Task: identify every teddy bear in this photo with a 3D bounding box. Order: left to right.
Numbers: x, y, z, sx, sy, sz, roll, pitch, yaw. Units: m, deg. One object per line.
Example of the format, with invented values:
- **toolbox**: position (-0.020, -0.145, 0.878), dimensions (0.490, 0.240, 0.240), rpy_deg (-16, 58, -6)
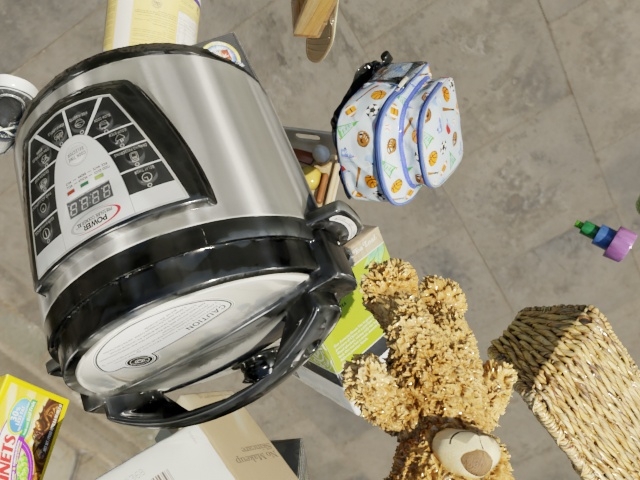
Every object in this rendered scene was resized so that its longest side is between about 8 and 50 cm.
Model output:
- **teddy bear**: position (0.139, 0.161, 0.671), dimensions (0.245, 0.338, 0.113), rpy_deg (38, 128, -17)

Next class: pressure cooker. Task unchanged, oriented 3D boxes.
- **pressure cooker**: position (-0.166, 0.013, 0.729), dimensions (0.375, 0.421, 0.370), rpy_deg (-8, 153, -30)

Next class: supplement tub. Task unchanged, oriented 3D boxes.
- **supplement tub**: position (-0.450, -0.514, 1.508), dimensions (0.240, 0.241, 0.332), rpy_deg (6, 86, -10)

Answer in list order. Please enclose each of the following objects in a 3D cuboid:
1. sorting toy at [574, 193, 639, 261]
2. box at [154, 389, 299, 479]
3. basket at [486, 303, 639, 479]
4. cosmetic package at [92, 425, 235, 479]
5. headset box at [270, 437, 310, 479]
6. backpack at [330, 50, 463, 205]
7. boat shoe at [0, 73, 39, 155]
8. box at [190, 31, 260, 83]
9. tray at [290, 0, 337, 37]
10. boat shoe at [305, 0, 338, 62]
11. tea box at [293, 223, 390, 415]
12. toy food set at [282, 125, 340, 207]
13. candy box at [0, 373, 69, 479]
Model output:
- **sorting toy**: position (0.580, -0.145, 1.032), dimensions (0.126, 0.127, 0.366), rpy_deg (31, 109, 22)
- **box**: position (-0.160, 0.433, 1.057), dimensions (0.148, 0.311, 0.121), rpy_deg (12, 113, -52)
- **basket**: position (0.410, 0.287, 0.977), dimensions (0.223, 0.213, 0.299), rpy_deg (-44, 103, -25)
- **cosmetic package**: position (-0.240, 0.442, 0.788), dimensions (0.217, 0.156, 0.385), rpy_deg (-25, 148, -34)
- **headset box**: position (-0.145, 0.593, 1.293), dimensions (0.246, 0.131, 0.283), rpy_deg (-5, 114, 4)
- **backpack**: position (0.150, -0.195, 1.113), dimensions (0.263, 0.213, 0.277), rpy_deg (-43, 126, -32)
- **boat shoe**: position (-0.730, -0.279, 1.317), dimensions (0.108, 0.102, 0.301), rpy_deg (14, 158, -35)
- **box**: position (-0.242, -0.255, 1.091), dimensions (0.270, 0.060, 0.216), rpy_deg (-25, 88, -19)
- **tray**: position (-0.022, -0.710, 1.313), dimensions (0.076, 0.203, 0.411), rpy_deg (-2, 81, -16)
- **boat shoe**: position (0.012, -0.552, 1.454), dimensions (0.068, 0.072, 0.190), rpy_deg (19, 121, -2)
- **tea box**: position (0.001, 0.137, 1.221), dimensions (0.220, 0.329, 0.324), rpy_deg (-35, 115, -26)
- **toy food set**: position (-0.068, -0.163, 1.552), dimensions (0.219, 0.306, 0.092), rpy_deg (9, 162, 14)
- **candy box**: position (-0.410, 0.291, 0.745), dimensions (0.027, 0.206, 0.105), rpy_deg (-21, 136, 29)
